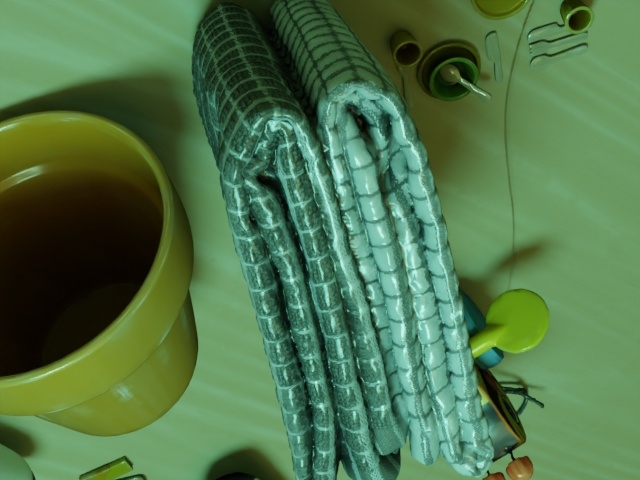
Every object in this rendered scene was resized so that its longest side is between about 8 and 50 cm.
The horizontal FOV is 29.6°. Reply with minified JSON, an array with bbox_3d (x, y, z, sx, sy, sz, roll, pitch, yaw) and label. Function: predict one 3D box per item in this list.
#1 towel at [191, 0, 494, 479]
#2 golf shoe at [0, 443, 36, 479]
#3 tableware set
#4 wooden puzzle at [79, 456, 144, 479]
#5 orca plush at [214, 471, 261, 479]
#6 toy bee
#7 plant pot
[{"bbox_3d":[0.000,0.000,0.785,0.121,0.235,0.284,-17,116,-5],"label":"towel"},{"bbox_3d":[-0.332,0.150,0.947,0.272,0.105,0.120,26,111,-33],"label":"golf shoe"},{"bbox_3d":[0.125,-0.149,0.870,0.154,0.024,0.104,-16,131,-1],"label":"tableware set"},{"bbox_3d":[-0.193,0.250,1.126,0.078,0.014,0.116,-17,132,-1],"label":"wooden puzzle"},{"bbox_3d":[-0.070,0.314,1.192,0.151,0.102,0.287,-63,145,-20],"label":"orca plush"},{"bbox_3d":[0.124,0.121,1.010,0.298,0.162,0.195,22,119,-30],"label":"toy bee"},{"bbox_3d":[-0.172,0.046,0.852,0.205,0.205,0.188,-20,147,2],"label":"plant pot"}]
